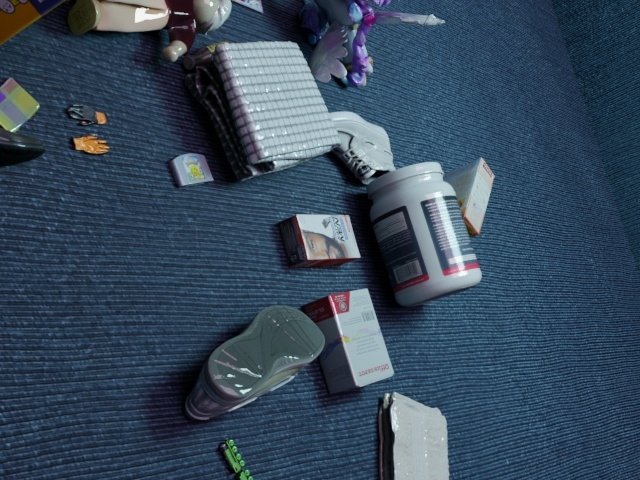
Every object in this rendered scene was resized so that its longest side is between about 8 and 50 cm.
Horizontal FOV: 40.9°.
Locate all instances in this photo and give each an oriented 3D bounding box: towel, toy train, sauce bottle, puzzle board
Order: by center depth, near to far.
[{"bbox_3d":[-0.450,-0.195,1.251,0.060,0.009,0.083,48,41,-24],"label":"towel"},{"bbox_3d":[-0.133,0.349,1.342,0.023,0.017,0.083,-32,97,-43],"label":"toy train"},{"bbox_3d":[-0.207,-0.343,1.607,0.042,0.042,0.128,61,37,-7],"label":"sauce bottle"},{"bbox_3d":[-0.105,-0.244,1.621,0.283,0.121,0.235,-23,91,-55],"label":"towel"},{"bbox_3d":[0.187,0.446,1.661,0.187,0.049,0.282,28,51,-40],"label":"towel"},{"bbox_3d":[-0.171,-0.532,1.781,0.128,0.011,0.097,9,64,-49],"label":"puzzle board"}]

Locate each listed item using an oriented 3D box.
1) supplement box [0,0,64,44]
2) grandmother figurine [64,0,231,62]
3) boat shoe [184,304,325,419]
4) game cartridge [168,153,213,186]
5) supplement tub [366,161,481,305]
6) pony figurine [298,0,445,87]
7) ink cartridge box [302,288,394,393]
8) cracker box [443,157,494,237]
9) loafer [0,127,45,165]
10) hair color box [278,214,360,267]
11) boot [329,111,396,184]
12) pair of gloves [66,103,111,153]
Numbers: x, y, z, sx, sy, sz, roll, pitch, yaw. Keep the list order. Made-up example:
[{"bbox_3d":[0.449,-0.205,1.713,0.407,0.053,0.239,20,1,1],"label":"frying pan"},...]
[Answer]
[{"bbox_3d":[-0.461,-0.484,1.168,0.357,0.194,0.195,54,18,-26],"label":"supplement box"},{"bbox_3d":[-0.286,-0.407,1.498,0.342,0.104,0.208,-19,91,-51],"label":"grandmother figurine"},{"bbox_3d":[-0.102,0.198,1.410,0.118,0.103,0.320,48,30,7],"label":"boat shoe"},{"bbox_3d":[-0.224,-0.123,1.488,0.083,0.017,0.056,-17,81,-54],"label":"game cartridge"},{"bbox_3d":[0.216,-0.010,1.825,0.191,0.191,0.272,-4,75,-52],"label":"supplement tub"},{"bbox_3d":[0.063,-0.491,1.825,0.351,0.302,0.364,-127,-165,-73],"label":"pony figurine"},{"bbox_3d":[0.053,0.188,1.613,0.127,0.072,0.175,-5,75,-52],"label":"ink cartridge box"},{"bbox_3d":[0.310,-0.080,2.010,0.067,0.155,0.232,49,40,-22],"label":"cracker box"},{"bbox_3d":[-0.456,-0.142,1.173,0.170,0.062,0.061,2,64,-52],"label":"loafer"},{"bbox_3d":[0.000,0.000,1.668,0.167,0.053,0.093,-3,74,-50],"label":"hair color box"},{"bbox_3d":[0.080,-0.190,1.833,0.258,0.095,0.123,5,60,-51],"label":"boot"},{"bbox_3d":[-0.362,-0.174,1.348,0.074,0.010,0.083,3,68,-50],"label":"pair of gloves"}]
